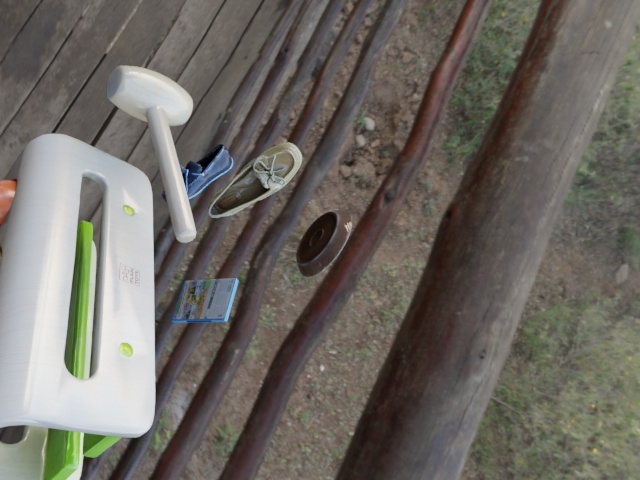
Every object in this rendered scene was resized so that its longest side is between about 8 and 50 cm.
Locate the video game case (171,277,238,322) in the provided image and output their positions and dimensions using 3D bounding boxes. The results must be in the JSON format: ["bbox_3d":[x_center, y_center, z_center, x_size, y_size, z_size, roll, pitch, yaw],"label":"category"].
[{"bbox_3d":[-0.297,0.154,1.463,0.015,0.167,0.119,53,40,-49],"label":"video game case"}]

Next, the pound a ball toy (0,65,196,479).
[{"bbox_3d":[-0.205,0.006,0.461,0.136,0.208,0.319,24,38,-38],"label":"pound a ball toy"}]

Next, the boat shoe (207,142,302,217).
[{"bbox_3d":[-0.169,-0.145,1.472,0.285,0.089,0.104,-37,100,16],"label":"boat shoe"}]

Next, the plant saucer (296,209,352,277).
[{"bbox_3d":[0.000,0.000,1.220,0.029,0.168,0.168,35,77,-24],"label":"plant saucer"}]

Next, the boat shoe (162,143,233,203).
[{"bbox_3d":[-0.387,-0.210,1.742,0.258,0.109,0.089,-47,141,-32],"label":"boat shoe"}]
